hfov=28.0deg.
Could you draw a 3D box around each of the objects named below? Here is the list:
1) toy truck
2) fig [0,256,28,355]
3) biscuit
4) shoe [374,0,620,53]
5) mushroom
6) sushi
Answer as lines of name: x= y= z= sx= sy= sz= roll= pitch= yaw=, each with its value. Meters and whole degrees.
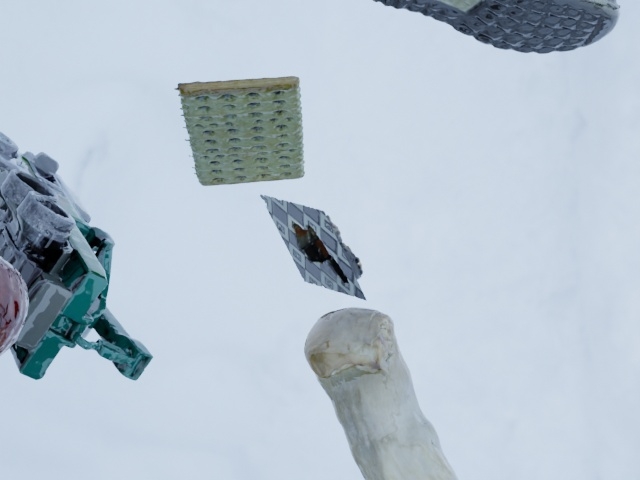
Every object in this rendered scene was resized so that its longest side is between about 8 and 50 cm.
toy truck: x=-0.314 y=0.018 z=1.370 sx=0.178 sy=0.363 sz=0.176 roll=31 pitch=99 yaw=-39
fig: x=-0.250 y=0.037 z=0.732 sx=0.153 sy=0.119 sz=0.119 roll=-28 pitch=144 yaw=-24
biscuit: x=-0.088 y=-0.121 z=1.481 sx=0.139 sy=0.016 sz=0.231 roll=-5 pitch=156 yaw=-2
shoe: x=0.185 y=-0.335 z=1.466 sx=0.336 sy=0.171 sz=0.132 roll=18 pitch=158 yaw=0
mushroom: x=0.053 y=0.134 z=0.781 sx=0.059 sy=0.054 sz=0.202 roll=-26 pitch=91 yaw=-6
sushi: x=0.000 y=0.000 z=1.385 sx=0.126 sy=0.026 sz=0.120 roll=15 pitch=137 yaw=54
